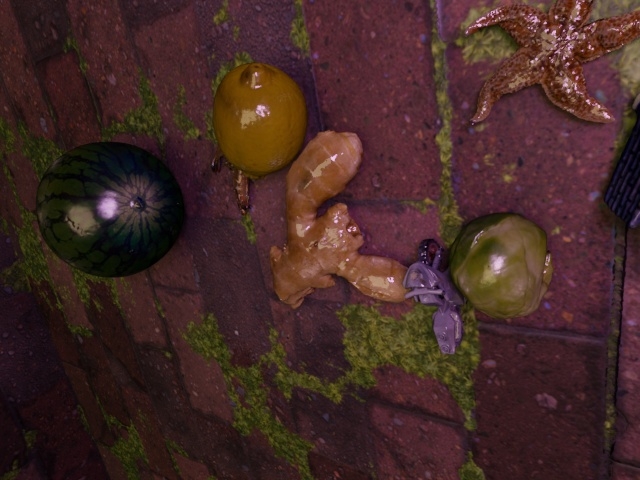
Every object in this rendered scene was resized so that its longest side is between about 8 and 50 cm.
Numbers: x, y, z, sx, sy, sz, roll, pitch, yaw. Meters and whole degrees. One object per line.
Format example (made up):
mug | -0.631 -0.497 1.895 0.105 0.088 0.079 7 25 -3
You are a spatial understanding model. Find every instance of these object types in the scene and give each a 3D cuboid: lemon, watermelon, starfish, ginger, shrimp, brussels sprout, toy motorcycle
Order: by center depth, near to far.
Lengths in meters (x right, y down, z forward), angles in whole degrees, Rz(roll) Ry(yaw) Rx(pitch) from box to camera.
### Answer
starfish | 0.318 -0.257 0.560 0.235 0.062 0.277 41 126 12
brussels sprout | 0.282 0.046 0.674 0.131 0.145 0.183 25 121 56
toy motorcycle | 0.213 0.107 0.753 0.080 0.122 0.215 -10 105 42
lemon | -0.114 -0.222 0.797 0.184 0.184 0.248 35 142 17
ginger | -0.012 -0.005 0.862 0.348 0.122 0.363 -21 108 30
shrimp | -0.215 -0.147 0.991 0.124 0.034 0.178 12 115 33
watermelon | -0.513 -0.074 1.042 0.363 0.363 0.363 14 118 29

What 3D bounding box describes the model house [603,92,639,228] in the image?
model house | 0.473 -0.088 0.505 0.211 0.170 0.194 45 142 46
